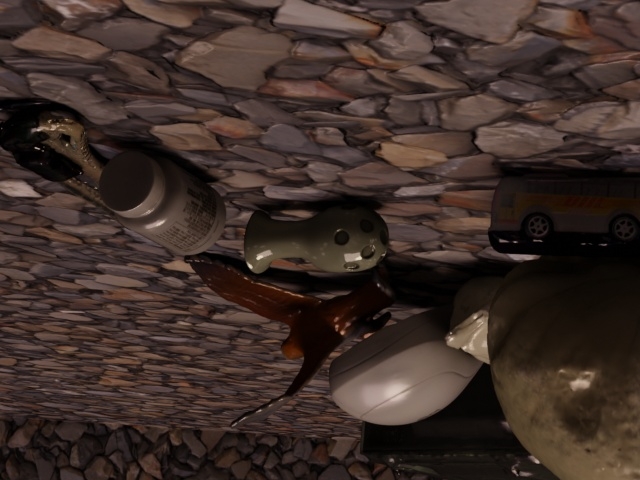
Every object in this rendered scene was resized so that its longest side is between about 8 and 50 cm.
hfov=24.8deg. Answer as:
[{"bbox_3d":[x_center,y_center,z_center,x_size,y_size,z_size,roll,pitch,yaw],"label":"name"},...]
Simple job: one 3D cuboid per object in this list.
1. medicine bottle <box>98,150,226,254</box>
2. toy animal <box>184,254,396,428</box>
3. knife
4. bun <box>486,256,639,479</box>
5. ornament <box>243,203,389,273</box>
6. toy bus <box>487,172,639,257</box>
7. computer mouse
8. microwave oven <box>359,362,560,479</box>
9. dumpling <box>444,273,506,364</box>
[{"bbox_3d":[-0.157,-0.038,1.438,0.079,0.079,0.140,0,165,24],"label":"medicine bottle"},{"bbox_3d":[0.019,0.083,1.858,0.284,0.225,0.302,-25,165,27],"label":"toy animal"},{"bbox_3d":[-0.229,-0.060,1.461,0.089,0.043,0.365,4,167,14],"label":"knife"},{"bbox_3d":[0.334,0.097,1.380,0.360,0.359,0.211,4,122,10],"label":"bun"},{"bbox_3d":[0.000,0.000,1.535,0.156,0.074,0.081,-4,145,30],"label":"ornament"},{"bbox_3d":[0.242,-0.024,1.335,0.172,0.072,0.057,1,167,13],"label":"toy bus"},{"bbox_3d":[0.128,0.160,1.837,0.184,0.121,0.297,-34,168,17],"label":"computer mouse"},{"bbox_3d":[0.268,0.252,2.136,0.286,0.218,0.355,17,163,-40],"label":"microwave oven"},{"bbox_3d":[0.228,0.092,1.745,0.136,0.118,0.199,-27,170,36],"label":"dumpling"}]
